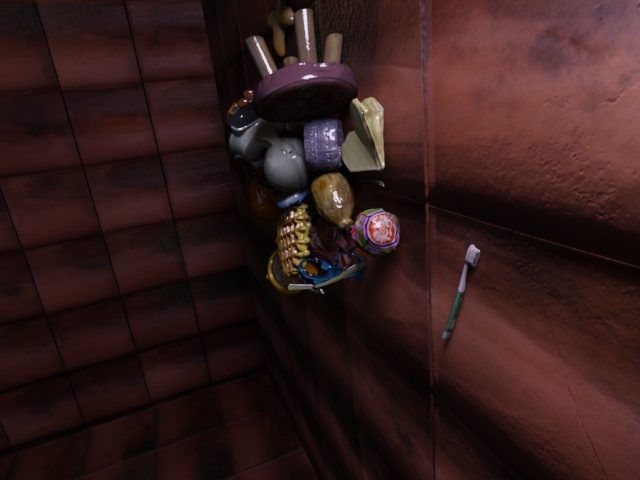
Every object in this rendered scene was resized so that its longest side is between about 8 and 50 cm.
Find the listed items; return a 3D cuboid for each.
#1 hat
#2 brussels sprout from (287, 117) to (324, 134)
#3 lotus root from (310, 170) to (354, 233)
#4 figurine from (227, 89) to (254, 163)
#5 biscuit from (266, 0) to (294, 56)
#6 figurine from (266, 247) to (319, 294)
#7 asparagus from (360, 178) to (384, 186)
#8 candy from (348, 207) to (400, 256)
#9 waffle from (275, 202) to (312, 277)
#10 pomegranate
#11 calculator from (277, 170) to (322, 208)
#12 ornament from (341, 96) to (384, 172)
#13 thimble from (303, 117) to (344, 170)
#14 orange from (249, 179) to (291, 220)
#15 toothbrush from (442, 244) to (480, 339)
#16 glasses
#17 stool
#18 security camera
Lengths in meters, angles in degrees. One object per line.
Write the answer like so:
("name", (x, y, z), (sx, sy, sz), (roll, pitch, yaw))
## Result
("hat", (0.000, 0.000, 1.398), (0.286, 0.107, 0.237), (-151, 53, -61))
("brussels sprout", (-0.044, -0.408, 1.244), (0.149, 0.122, 0.151), (51, 161, -2))
("lotus root", (0.041, -0.114, 1.171), (0.138, 0.138, 0.214), (103, 153, -52))
("figurine", (-0.316, -0.488, 1.802), (0.186, 0.261, 0.382), (29, 155, 10))
("biscuit", (-0.138, -0.759, 1.387), (0.208, 0.047, 0.164), (156, 102, -71))
("figurine", (-0.106, 0.108, 1.673), (0.343, 0.187, 0.215), (144, 121, -63))
("asparagus", (0.136, -0.152, 1.062), (0.015, 0.014, 0.114), (47, 172, -22))
("candy", (0.121, 0.001, 1.110), (0.365, 0.124, 0.124), (123, 132, -79))
("waffle", (-0.102, -0.013, 1.420), (0.283, 0.065, 0.309), (-115, 34, -48))
("pomegranate", (-0.137, -0.323, 1.476), (0.306, 0.242, 0.242), (-63, -2, -31))
("calculator", (-0.060, -0.176, 1.347), (0.121, 0.210, 0.039), (-9, 124, 54))
("ornament", (0.115, -0.236, 1.015), (0.201, 0.059, 0.180), (101, 149, -55))
("thimble", (0.012, -0.269, 1.136), (0.150, 0.097, 0.150), (-2, -90, -78))
("orange", (-0.203, -0.192, 1.718), (0.219, 0.193, 0.219), (28, 127, 46))
("toothbrush", (0.282, 0.116, 0.824), (0.024, 0.018, 0.257), (48, 145, 43))
("glasses", (0.005, 0.099, 1.227), (0.239, 0.207, 0.102), (-11, 91, 29))
("stool", (-0.049, -0.422, 1.025), (0.272, 0.272, 0.179), (167, 93, -71))
("security camera", (-0.136, -0.272, 1.232), (0.277, 0.197, 0.191), (45, 161, 10))
